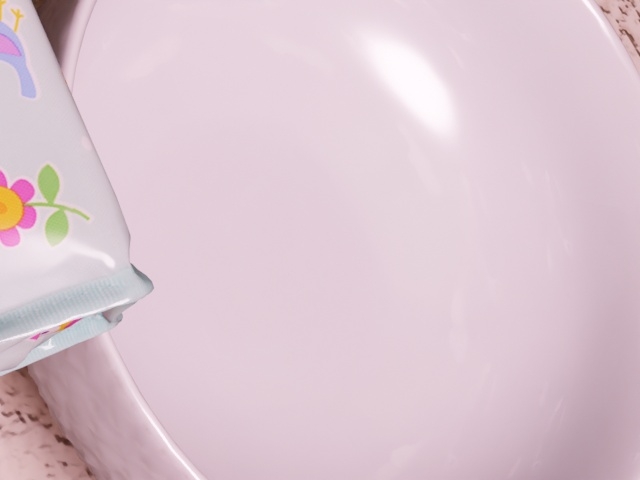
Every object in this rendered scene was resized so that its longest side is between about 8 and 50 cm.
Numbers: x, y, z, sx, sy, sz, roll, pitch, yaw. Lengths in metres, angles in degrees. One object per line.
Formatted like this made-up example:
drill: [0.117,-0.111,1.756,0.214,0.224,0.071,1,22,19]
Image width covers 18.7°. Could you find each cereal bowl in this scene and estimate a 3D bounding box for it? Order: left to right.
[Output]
cereal bowl: [0.000,0.000,0.858,0.339,0.141,0.339,13,67,-32]

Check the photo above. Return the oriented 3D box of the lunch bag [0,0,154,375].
lunch bag: [-0.216,-0.024,0.610,0.262,0.160,0.223,-22,88,-13]
